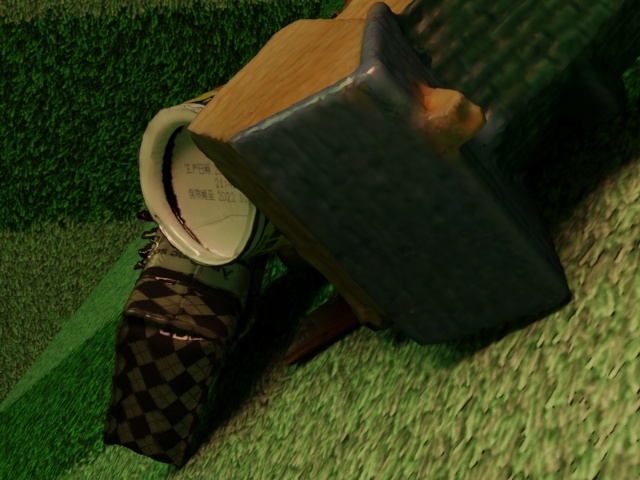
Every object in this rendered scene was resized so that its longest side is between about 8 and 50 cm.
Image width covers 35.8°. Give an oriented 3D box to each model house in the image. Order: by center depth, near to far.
[{"bbox_3d":[0.138,-0.114,0.965,0.382,0.334,0.342,-49,25,-12],"label":"model house"}]

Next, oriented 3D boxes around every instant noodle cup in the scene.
[{"bbox_3d":[-0.045,-0.102,1.233,0.312,0.284,0.284,-25,-8,-46],"label":"instant noodle cup"}]

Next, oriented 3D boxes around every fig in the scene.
[{"bbox_3d":[0.000,0.000,1.433,0.109,0.103,0.154,-32,20,-23],"label":"fig"}]

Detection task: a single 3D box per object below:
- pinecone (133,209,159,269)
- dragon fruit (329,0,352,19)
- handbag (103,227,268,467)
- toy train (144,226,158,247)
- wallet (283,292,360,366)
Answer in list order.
[{"bbox_3d":[-0.232,0.008,1.831,0.244,0.244,0.309,-17,52,64],"label":"pinecone"},{"bbox_3d":[0.150,-0.360,1.599,0.315,0.250,0.250,-50,14,-17],"label":"dragon fruit"},{"bbox_3d":[-0.177,0.099,1.495,0.416,0.180,0.317,-72,-1,-51],"label":"handbag"},{"bbox_3d":[-0.319,0.006,2.275,0.090,0.137,0.225,-51,11,15],"label":"toy train"},{"bbox_3d":[0.021,0.096,1.283,0.176,0.026,0.095,-37,18,40],"label":"wallet"}]
